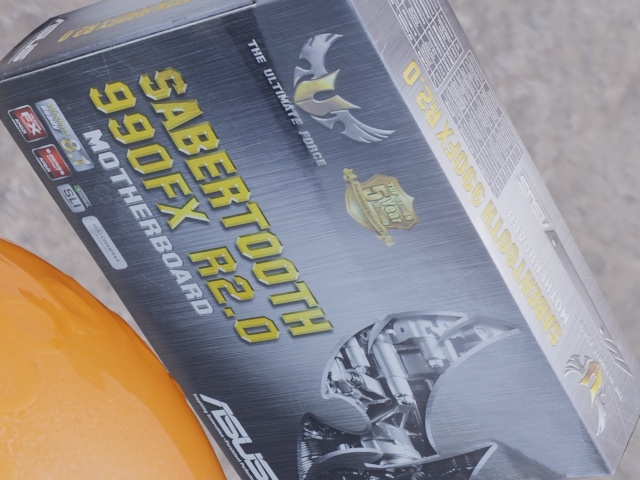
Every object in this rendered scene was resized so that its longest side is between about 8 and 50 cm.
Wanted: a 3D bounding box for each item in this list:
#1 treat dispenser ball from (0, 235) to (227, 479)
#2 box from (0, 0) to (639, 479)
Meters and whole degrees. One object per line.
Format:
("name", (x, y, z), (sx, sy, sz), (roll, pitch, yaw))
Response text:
("treat dispenser ball", (-0.159, 0.125, 0.521), (0.288, 0.288, 0.288), (-11, 116, -24))
("box", (0.000, 0.000, 0.711), (0.231, 0.183, 0.056), (59, 42, -25))
